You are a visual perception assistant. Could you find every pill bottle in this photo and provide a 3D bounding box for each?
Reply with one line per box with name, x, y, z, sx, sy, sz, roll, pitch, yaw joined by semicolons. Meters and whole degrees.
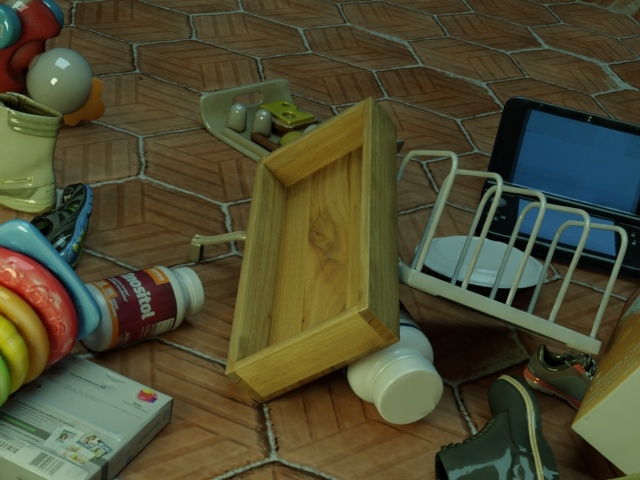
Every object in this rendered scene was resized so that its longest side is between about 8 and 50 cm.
pill bottle;-0.226;0.080;1.356;0.152;0.086;0.086;-16;39;-39
pill bottle;0.075;0.136;1.338;0.112;0.112;0.187;-2;32;-22

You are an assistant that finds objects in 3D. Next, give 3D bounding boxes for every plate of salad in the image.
plate of salad;0.239;0.040;1.628;0.199;0.048;0.200;7;19;-3

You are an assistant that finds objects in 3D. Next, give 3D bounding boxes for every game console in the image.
game console;0.423;-0.092;1.793;0.293;0.173;0.250;14;29;6

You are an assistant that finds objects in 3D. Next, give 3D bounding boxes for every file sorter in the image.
file sorter;0.228;0.012;1.409;0.277;0.173;0.193;21;-1;-18

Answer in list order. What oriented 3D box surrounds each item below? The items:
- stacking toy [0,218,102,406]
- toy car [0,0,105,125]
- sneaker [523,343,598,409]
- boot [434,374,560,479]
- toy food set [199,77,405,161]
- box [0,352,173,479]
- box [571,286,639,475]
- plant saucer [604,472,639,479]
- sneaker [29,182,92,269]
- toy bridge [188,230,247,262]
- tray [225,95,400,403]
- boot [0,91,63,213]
stacking toy;-0.374;0.131;1.120;0.175;0.166;0.302;-21;24;29
toy car;-0.477;-0.273;1.836;0.238;0.210;0.219;42;17;-2
sneaker;0.343;0.181;1.400;0.157;0.065;0.061;20;30;15
boot;0.187;0.228;1.262;0.137;0.077;0.198;1;30;-8
toy food set;-0.035;-0.205;1.912;0.306;0.092;0.219;33;36;33
box;-0.270;0.203;1.175;0.145;0.038;0.186;20;31;16
box;0.475;0.135;1.333;0.168;0.215;0.345;40;34;5
plant saucer;0.376;0.365;0.963;0.332;0.081;0.333;-5;67;-27
sneaker;-0.363;-0.028;1.515;0.078;0.067;0.188;13;32;-10
toy bridge;-0.092;0.023;1.526;0.188;0.063;0.026;16;30;9
tray;0.000;0.000;1.390;0.076;0.202;0.411;47;29;-30
boot;-0.480;-0.137;1.562;0.213;0.165;0.077;13;29;-1
